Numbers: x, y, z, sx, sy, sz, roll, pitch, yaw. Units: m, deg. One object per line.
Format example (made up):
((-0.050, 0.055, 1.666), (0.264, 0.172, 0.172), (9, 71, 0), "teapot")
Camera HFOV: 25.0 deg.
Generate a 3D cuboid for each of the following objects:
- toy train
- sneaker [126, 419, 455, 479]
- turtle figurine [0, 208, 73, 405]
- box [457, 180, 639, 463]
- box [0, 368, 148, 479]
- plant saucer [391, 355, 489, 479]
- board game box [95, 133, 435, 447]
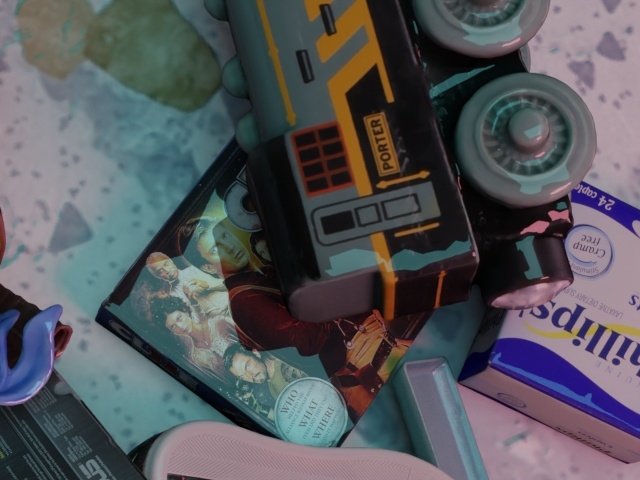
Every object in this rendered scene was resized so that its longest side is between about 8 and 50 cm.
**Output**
((0.035, -0.108, 0.842), (0.190, 0.142, 0.334), (-14, 76, -3), "toy train")
((-0.012, 0.152, 0.819), (0.217, 0.121, 0.079), (22, 72, -19), "sneaker")
((-0.260, -0.037, 0.721), (0.275, 0.198, 0.266), (2, 40, -12), "turtle figurine")
((0.173, 0.050, 0.905), (0.126, 0.072, 0.137), (26, 72, -4), "box")
((-0.196, 0.138, 0.734), (0.183, 0.231, 0.056), (-32, 126, -18), "box")
((0.088, 0.164, 0.867), (0.018, 0.067, 0.192), (-23, 79, 25), "plant saucer")
((0.000, 0.000, 0.896), (0.165, 0.042, 0.243), (36, 71, -1), "board game box")
